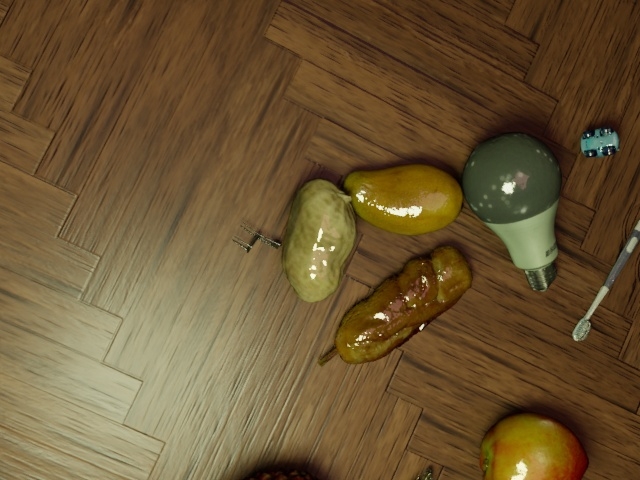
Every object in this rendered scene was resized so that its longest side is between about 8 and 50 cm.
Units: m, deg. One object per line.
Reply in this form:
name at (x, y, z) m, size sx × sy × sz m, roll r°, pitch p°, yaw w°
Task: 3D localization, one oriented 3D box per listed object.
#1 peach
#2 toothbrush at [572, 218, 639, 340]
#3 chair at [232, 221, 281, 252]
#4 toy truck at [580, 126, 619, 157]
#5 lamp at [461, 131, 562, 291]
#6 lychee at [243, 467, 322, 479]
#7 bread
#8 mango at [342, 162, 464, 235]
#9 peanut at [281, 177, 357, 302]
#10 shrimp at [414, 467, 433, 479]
peach at (0.394, 0.409, 1.501) m, size 0.197 × 0.197 × 0.197 m, roll 0°, pitch 88°, yaw -11°
toothbrush at (0.582, 0.076, 1.626) m, size 0.024 × 0.026 × 0.288 m, roll 35°, pitch 82°, yaw -11°
chair at (-0.118, 0.005, 1.488) m, size 0.086 × 0.037 × 0.042 m, roll 28°, pitch 71°, yaw -5°
toy truck at (0.560, -0.193, 1.613) m, size 0.073 × 0.090 × 0.056 m, roll -6°, pitch 90°, yaw 33°
lamp at (0.393, -0.065, 1.539) m, size 0.182 × 0.182 × 0.314 m, roll -44°, pitch 117°, yaw -9°
lychee at (-0.080, 0.531, 1.366) m, size 0.264 × 0.264 × 0.300 m, roll 39°, pitch 61°, yaw -7°
bread at (0.140, 0.134, 1.510) m, size 0.344 × 0.084 × 0.124 m, roll -35°, pitch 95°, yaw -9°
mango at (0.153, -0.078, 1.514) m, size 0.227 × 0.099 × 0.136 m, roll 5°, pitch 92°, yaw -3°
peanut at (0.000, 0.000, 1.466) m, size 0.129 × 0.129 × 0.224 m, roll 9°, pitch 93°, yaw -10°
shrimp at (0.175, 0.579, 1.523) m, size 0.169 × 0.058 × 0.296 m, roll 31°, pitch 87°, yaw -15°
